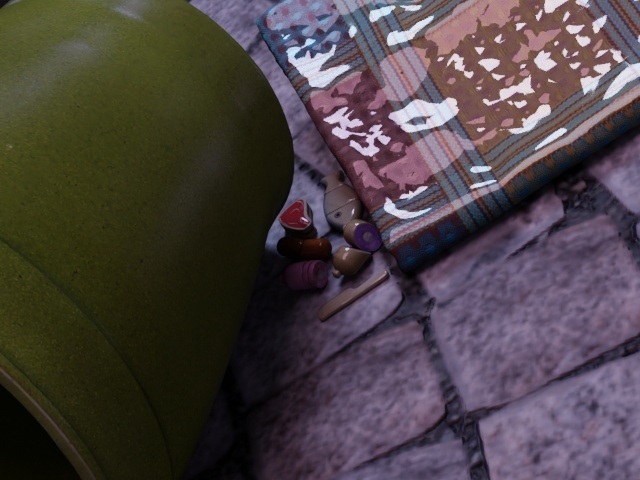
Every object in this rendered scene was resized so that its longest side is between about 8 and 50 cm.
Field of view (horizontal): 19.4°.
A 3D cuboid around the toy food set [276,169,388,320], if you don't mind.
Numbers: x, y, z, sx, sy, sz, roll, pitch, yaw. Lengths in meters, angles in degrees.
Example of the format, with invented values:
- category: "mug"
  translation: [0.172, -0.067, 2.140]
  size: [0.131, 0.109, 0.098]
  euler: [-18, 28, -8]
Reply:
- category: "toy food set"
  translation: [0.000, 0.000, 1.291]
  size: [0.078, 0.019, 0.122]
  euler: [-34, 39, 3]

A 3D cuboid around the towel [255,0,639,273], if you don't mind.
- category: "towel"
  translation: [0.155, -0.171, 1.292]
  size: [0.370, 0.040, 0.271]
  euler: [-33, 51, 4]

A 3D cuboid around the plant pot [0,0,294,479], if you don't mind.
- category: "plant pot"
  translation: [-0.196, 0.015, 1.198]
  size: [0.367, 0.366, 0.353]
  euler: [-2, 39, 35]
